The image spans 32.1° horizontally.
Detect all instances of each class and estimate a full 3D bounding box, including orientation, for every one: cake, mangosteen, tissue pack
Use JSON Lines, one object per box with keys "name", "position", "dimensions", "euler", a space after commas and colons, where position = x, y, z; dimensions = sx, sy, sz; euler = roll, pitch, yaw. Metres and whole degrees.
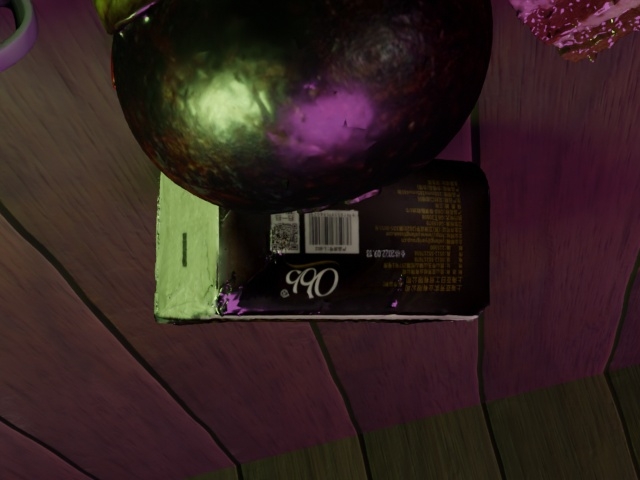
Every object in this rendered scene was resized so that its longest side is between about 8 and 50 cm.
{"name": "cake", "position": [0.239, -0.259, 1.023], "dimensions": [0.135, 0.134, 0.147], "euler": [-31, 156, 28]}
{"name": "mangosteen", "position": [-0.022, -0.176, 0.897], "dimensions": [0.330, 0.330, 0.330], "euler": [-11, 154, -5]}
{"name": "tissue pack", "position": [0.000, 0.000, 1.294], "dimensions": [0.370, 0.210, 0.198], "euler": [4, 178, -31]}

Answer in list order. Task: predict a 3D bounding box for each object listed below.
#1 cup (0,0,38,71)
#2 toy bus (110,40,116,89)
{"name": "cup", "position": [-0.352, -0.151, 0.873], "dimensions": [0.221, 0.202, 0.167], "euler": [-21, 156, 17]}
{"name": "toy bus", "position": [-0.116, -0.157, 1.121], "dimensions": [0.089, 0.081, 0.195], "euler": [-17, 156, 30]}
